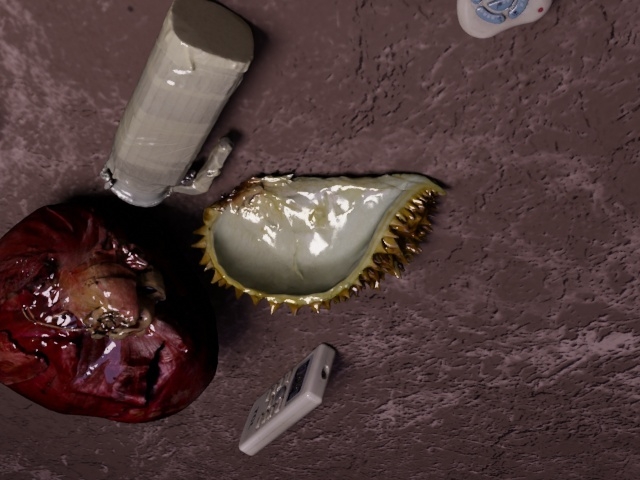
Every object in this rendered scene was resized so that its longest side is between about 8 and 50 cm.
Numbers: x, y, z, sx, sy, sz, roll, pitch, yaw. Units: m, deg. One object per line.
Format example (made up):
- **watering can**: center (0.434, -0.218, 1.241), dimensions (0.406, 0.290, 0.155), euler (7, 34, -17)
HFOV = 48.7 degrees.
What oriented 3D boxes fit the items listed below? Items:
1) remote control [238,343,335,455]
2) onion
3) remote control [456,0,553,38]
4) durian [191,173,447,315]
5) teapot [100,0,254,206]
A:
- **remote control**: center (-0.047, 0.209, 0.911), dimensions (0.029, 0.087, 0.190), euler (33, 132, -12)
- **onion**: center (-0.226, 0.088, 0.757), dimensions (0.281, 0.221, 0.281), euler (21, 148, 14)
- **remote control**: center (0.123, -0.210, 0.519), dimensions (0.074, 0.032, 0.122), euler (-16, 127, 26)
- **durian**: center (0.000, 0.000, 0.718), dimensions (0.252, 0.144, 0.139), euler (3, 95, 20)
- **teapot**: center (-0.121, -0.112, 0.646), dimensions (0.107, 0.077, 0.200), euler (15, 137, -27)
